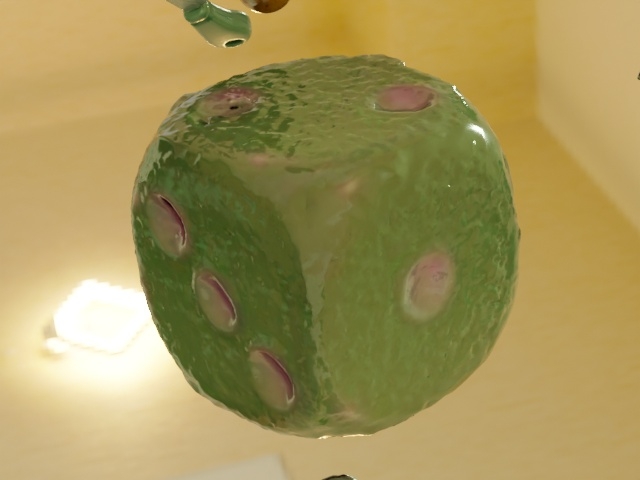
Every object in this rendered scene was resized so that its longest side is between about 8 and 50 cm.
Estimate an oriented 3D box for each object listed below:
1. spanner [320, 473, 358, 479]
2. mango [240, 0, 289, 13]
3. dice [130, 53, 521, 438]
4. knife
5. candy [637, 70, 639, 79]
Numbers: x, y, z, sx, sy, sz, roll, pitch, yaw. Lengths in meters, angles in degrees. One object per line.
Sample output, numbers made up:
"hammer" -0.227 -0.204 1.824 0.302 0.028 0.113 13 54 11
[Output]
"spanner" 0.141 0.323 2.111 0.017 0.302 0.071 -83 -171 -50
"mango" -0.053 -0.256 1.722 0.114 0.060 0.080 -150 -118 -70
"dice" 0.000 0.000 1.938 0.330 0.318 0.322 25 -51 42
"knife" -0.145 -0.270 2.039 0.260 0.063 0.034 26 51 -64
"candy" 0.510 -0.240 2.707 0.083 0.020 0.030 26 -74 37
